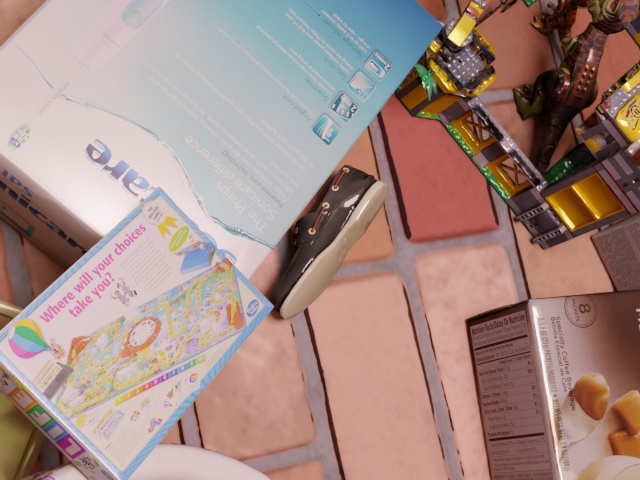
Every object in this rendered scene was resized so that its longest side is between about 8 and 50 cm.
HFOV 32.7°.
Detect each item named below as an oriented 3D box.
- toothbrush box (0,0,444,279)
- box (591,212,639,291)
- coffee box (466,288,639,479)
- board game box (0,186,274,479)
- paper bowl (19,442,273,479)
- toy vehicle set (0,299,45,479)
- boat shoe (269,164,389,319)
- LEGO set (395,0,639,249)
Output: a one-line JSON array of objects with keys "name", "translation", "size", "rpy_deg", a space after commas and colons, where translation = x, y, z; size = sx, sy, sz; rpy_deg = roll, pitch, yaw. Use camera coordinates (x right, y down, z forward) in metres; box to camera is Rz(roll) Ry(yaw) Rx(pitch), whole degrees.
[{"name": "toothbrush box", "translation": [-0.089, -0.106, 0.772], "size": [0.216, 0.126, 0.295], "rpy_deg": [40, 66, -10]}, {"name": "box", "translation": [0.357, -0.002, 0.938], "size": [0.203, 0.103, 0.114], "rpy_deg": [-23, 87, -25]}, {"name": "coffee box", "translation": [0.213, 0.168, 0.839], "size": [0.141, 0.098, 0.246], "rpy_deg": [-2, 78, -23]}, {"name": "board game box", "translation": [-0.107, 0.052, 0.622], "size": [0.103, 0.026, 0.154], "rpy_deg": [48, 48, -7]}, {"name": "paper bowl", "translation": [-0.118, 0.269, 0.632], "size": [0.284, 0.148, 0.284], "rpy_deg": [15, 64, -34]}, {"name": "toy vehicle set", "translation": [-0.299, 0.085, 0.664], "size": [0.267, 0.035, 0.166], "rpy_deg": [25, 76, -20]}, {"name": "boat shoe", "translation": [0.000, 0.001, 0.829], "size": [0.042, 0.049, 0.133], "rpy_deg": [30, 72, 17]}, {"name": "LEGO set", "translation": [0.245, -0.158, 0.882], "size": [0.331, 0.192, 0.255], "rpy_deg": [-31, 90, -26]}]
